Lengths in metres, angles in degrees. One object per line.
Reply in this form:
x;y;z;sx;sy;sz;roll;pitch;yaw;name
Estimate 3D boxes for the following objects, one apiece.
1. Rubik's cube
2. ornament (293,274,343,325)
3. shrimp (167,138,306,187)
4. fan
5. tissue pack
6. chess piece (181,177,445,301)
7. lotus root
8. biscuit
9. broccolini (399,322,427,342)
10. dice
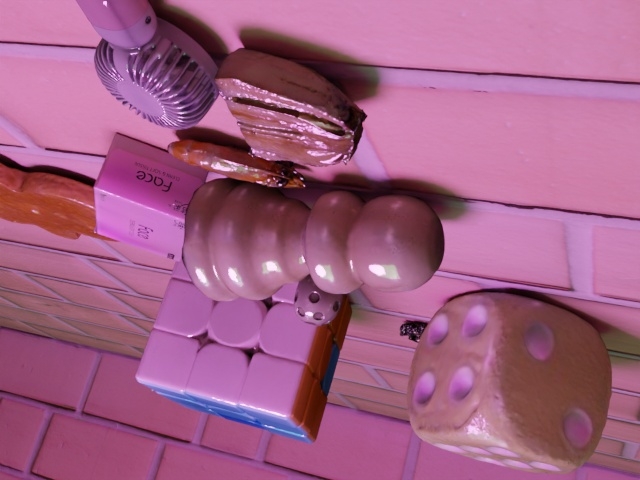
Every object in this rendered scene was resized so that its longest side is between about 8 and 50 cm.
-0.124;0.184;1.485;0.290;0.291;0.291;12;160;12;Rubik's cube
0.007;0.054;1.207;0.075;0.156;0.081;25;159;-21;ornament
-0.109;-0.102;1.050;0.190;0.042;0.101;14;-178;4;shrimp
-0.180;-0.201;0.780;0.130;0.074;0.244;21;159;22;fan
-0.263;-0.057;1.218;0.148;0.092;0.246;20;162;-8;tissue pack
0.000;0.000;1.068;0.330;0.182;0.182;1;157;25;chess piece
-0.020;-0.137;0.824;0.144;0.070;0.143;16;156;13;lotus root
-0.491;-0.072;1.431;0.355;0.052;0.275;6;159;24;biscuit
0.265;0.216;1.671;0.254;0.071;0.057;23;120;-39;broccolini
0.314;0.240;1.337;0.254;0.249;0.252;22;161;-19;dice
